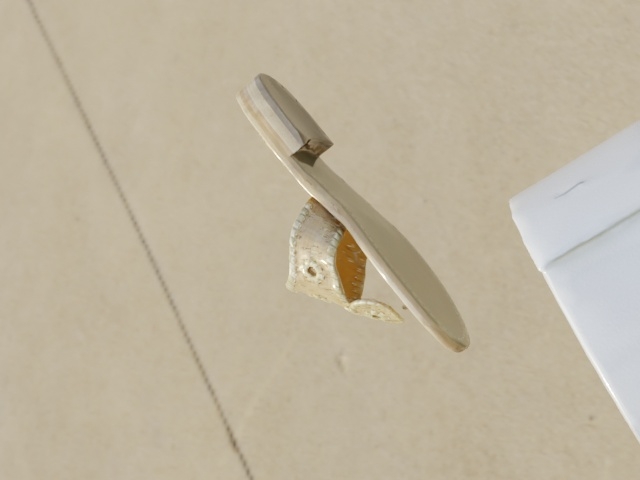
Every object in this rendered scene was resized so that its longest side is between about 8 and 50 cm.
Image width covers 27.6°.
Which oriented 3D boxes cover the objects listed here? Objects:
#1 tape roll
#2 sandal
[{"bbox_3d":[0.229,0.068,0.797,0.100,0.286,0.286,-32,56,12],"label":"tape roll"},{"bbox_3d":[0.003,0.000,0.890,0.079,0.088,0.240,-41,74,17],"label":"sandal"}]
